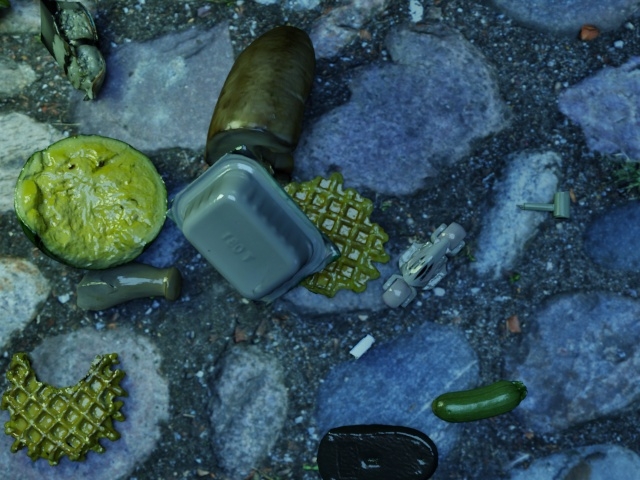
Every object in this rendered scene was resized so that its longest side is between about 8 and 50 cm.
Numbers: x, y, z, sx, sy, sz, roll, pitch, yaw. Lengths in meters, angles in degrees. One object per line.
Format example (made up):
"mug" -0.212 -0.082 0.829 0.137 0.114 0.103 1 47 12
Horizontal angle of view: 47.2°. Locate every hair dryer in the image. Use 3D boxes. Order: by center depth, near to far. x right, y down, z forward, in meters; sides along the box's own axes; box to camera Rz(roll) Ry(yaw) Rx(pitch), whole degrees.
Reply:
"hair dryer" 0.532 -0.085 1.750 0.124 0.038 0.063 3 79 9

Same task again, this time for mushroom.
"mushroom" -0.129 -0.362 1.685 0.225 0.313 0.397 12 75 -1
"mushroom" -0.450 0.099 1.702 0.247 0.096 0.108 -6 73 -1

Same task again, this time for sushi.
"sushi" -0.579 -0.464 1.797 0.109 0.134 0.273 -27 72 -31

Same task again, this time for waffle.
"waffle" -0.591 0.381 1.671 0.293 0.069 0.259 -3 79 2
"waffle" 0.000 0.001 1.730 0.307 0.060 0.311 -33 80 -4

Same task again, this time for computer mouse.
"computer mouse" 0.127 0.479 1.631 0.270 0.086 0.137 -5 86 9

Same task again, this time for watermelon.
"watermelon" -0.531 -0.070 1.678 0.331 0.189 0.330 15 52 -21

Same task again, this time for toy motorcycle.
"toy motorcycle" 0.240 0.055 1.690 0.112 0.112 0.254 44 85 7

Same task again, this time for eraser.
"eraser" 0.095 0.242 1.672 0.027 0.084 0.063 44 85 7

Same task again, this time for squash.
"squash" 0.360 0.365 1.654 0.219 0.068 0.077 -14 75 -2

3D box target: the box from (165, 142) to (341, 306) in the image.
"box" -0.162 -0.002 1.602 0.264 0.106 0.336 -36 107 23

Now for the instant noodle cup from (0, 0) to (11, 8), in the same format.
"instant noodle cup" -0.940 -0.598 1.744 0.221 0.311 0.311 -44 82 3
